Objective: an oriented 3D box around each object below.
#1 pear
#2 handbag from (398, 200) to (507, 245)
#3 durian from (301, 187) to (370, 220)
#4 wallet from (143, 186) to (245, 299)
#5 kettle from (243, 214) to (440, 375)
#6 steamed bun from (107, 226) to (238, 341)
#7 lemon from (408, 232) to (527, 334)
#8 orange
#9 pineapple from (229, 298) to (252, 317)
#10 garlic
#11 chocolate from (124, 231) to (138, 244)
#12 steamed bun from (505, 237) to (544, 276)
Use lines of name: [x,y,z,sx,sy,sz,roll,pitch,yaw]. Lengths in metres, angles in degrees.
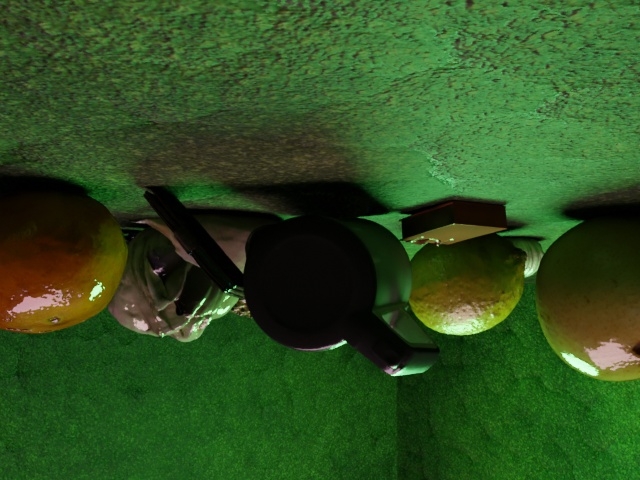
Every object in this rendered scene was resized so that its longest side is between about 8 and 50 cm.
pear: [0.604,0.109,1.339,0.349,0.347,0.348,0,173,0]
handbag: [0.253,-0.031,1.310,0.127,0.062,0.190,4,169,-26]
durian: [0.033,-0.073,1.133,0.131,0.052,0.066,7,-151,-23]
wallet: [-0.205,0.006,1.142,0.042,0.230,0.124,-40,166,2]
kettle: [0.061,0.108,1.219,0.361,0.250,0.377,44,-171,11]
steamed bun: [-0.320,0.081,1.526,0.320,0.275,0.206,-36,179,-30]
lemon: [0.345,0.097,1.581,0.311,0.253,0.254,-24,160,32]
orange: [-0.474,0.037,1.145,0.284,0.225,0.284,-17,158,-7]
pineapple: [-0.300,0.134,2.156,0.358,0.222,0.223,8,174,8]
garlic: [-0.207,0.012,1.406,0.339,0.151,0.196,9,-178,-41]
chocolate: [-0.421,0.028,1.673,0.344,0.126,0.148,11,-153,-20]
steamed bun: [0.499,0.052,1.762,0.183,0.106,0.183,2,174,0]
